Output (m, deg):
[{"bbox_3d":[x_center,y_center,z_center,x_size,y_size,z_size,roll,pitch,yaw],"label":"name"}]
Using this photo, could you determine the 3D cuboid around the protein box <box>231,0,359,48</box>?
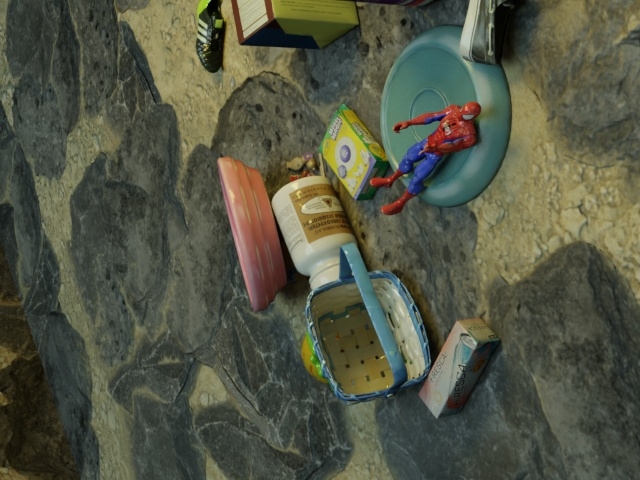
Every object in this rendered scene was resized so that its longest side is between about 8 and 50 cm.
[{"bbox_3d":[-0.059,-0.489,1.918,0.136,0.200,0.201,-21,78,53],"label":"protein box"}]

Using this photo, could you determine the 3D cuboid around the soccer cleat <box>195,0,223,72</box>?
[{"bbox_3d":[-0.252,-0.478,2.306,0.072,0.060,0.178,-11,82,52],"label":"soccer cleat"}]

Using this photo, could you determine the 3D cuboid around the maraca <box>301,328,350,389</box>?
[{"bbox_3d":[0.015,0.233,1.957,0.099,0.127,0.185,-41,16,15],"label":"maraca"}]

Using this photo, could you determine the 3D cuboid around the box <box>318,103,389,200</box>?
[{"bbox_3d":[0.059,-0.174,1.932,0.179,0.043,0.105,57,136,36],"label":"box"}]

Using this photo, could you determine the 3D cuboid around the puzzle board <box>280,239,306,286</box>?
[{"bbox_3d":[-0.049,0.037,2.133,0.128,0.011,0.096,-28,73,52],"label":"puzzle board"}]

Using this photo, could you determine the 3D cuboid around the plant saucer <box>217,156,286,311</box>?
[{"bbox_3d":[-0.140,-0.019,2.094,0.332,0.084,0.332,166,90,-83],"label":"plant saucer"}]

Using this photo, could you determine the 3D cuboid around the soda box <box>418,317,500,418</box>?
[{"bbox_3d":[0.237,0.221,1.724,0.063,0.058,0.183,51,133,38],"label":"soda box"}]

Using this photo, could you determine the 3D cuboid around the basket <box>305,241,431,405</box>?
[{"bbox_3d":[0.083,0.159,1.774,0.289,0.201,0.254,86,165,-71],"label":"basket"}]

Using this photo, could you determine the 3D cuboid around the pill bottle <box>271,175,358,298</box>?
[{"bbox_3d":[0.000,0.000,1.958,0.131,0.131,0.229,-46,58,46],"label":"pill bottle"}]

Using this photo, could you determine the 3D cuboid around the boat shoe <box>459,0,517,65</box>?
[{"bbox_3d":[0.281,-0.388,1.580,0.070,0.078,0.219,20,110,35],"label":"boat shoe"}]

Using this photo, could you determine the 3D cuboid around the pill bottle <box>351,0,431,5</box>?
[{"bbox_3d":[0.059,-0.488,1.653,0.181,0.323,0.181,10,103,53],"label":"pill bottle"}]

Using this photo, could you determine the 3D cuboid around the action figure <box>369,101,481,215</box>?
[{"bbox_3d":[0.154,-0.143,1.661,0.280,0.139,0.091,-44,61,44],"label":"action figure"}]

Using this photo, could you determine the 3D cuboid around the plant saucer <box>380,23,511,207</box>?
[{"bbox_3d":[0.200,-0.214,1.734,0.318,0.044,0.317,11,104,53],"label":"plant saucer"}]

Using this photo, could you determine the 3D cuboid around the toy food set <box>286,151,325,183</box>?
[{"bbox_3d":[-0.036,-0.141,2.084,0.122,0.019,0.077,-17,80,53],"label":"toy food set"}]
